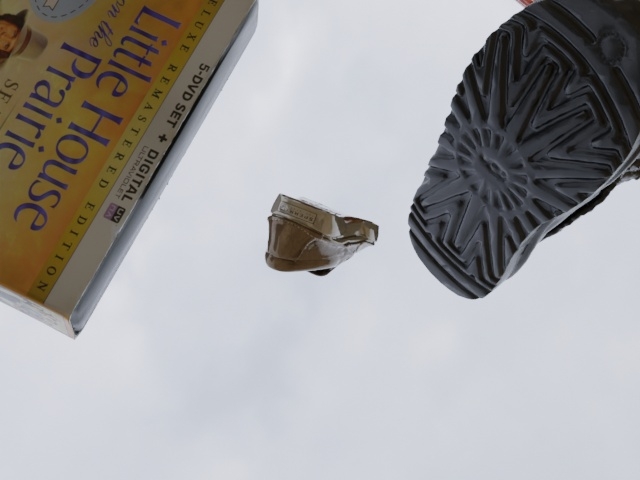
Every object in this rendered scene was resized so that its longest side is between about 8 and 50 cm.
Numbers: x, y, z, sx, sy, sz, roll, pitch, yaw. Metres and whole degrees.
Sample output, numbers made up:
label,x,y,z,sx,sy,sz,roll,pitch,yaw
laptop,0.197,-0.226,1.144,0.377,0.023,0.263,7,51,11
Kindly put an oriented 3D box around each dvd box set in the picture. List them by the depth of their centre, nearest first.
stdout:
label,x,y,z,sx,sy,sz,roll,pitch,yaw
dvd box set,-0.300,-0.149,0.919,0.420,0.062,0.308,26,-110,5

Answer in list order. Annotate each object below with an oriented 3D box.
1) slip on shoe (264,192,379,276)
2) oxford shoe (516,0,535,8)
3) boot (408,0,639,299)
label,x,y,z,sx,sy,sz,roll,pitch,yaw
slip on shoe,0.000,0.000,0.709,0.135,0.051,0.041,5,-75,-77
oxford shoe,0.216,-0.283,1.079,0.130,0.363,0.133,42,-79,8
boot,0.220,-0.113,0.928,0.260,0.348,0.131,-33,-102,-28
